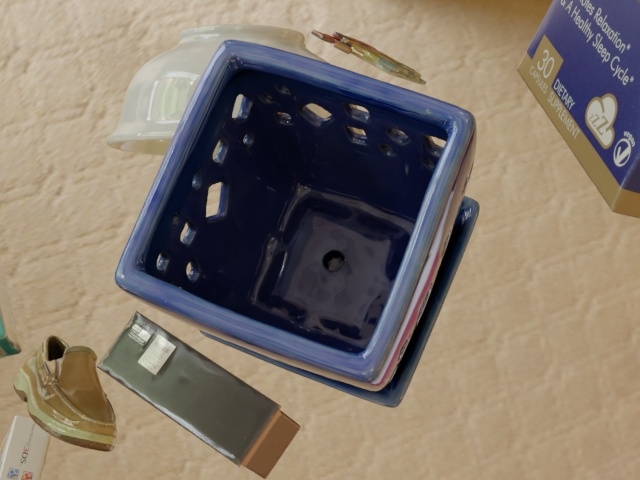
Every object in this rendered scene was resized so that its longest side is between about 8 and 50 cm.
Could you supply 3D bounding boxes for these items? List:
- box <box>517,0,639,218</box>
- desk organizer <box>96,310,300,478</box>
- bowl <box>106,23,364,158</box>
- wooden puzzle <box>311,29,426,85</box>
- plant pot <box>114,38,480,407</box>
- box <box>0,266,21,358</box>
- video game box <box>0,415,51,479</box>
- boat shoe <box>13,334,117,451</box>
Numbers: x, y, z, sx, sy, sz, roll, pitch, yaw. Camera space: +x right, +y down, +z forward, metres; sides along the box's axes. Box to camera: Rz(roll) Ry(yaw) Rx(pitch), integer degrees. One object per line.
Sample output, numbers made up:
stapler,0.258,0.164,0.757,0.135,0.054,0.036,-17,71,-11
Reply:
box,0.177,-0.138,0.612,0.036,0.136,0.225,13,122,-24
desk organizer,-0.080,0.104,0.864,0.130,0.050,0.047,30,80,27
bowl,-0.089,-0.165,1.453,0.298,0.298,0.134,1,90,-23
wooden puzzle,0.032,-0.106,0.747,0.083,0.049,0.006,2,117,-62
plant pot,0.000,0.000,1.098,0.236,0.212,0.236,19,76,19
box,-0.321,-0.018,1.114,0.060,0.100,0.244,-15,79,-9
video game box,-0.336,0.297,1.373,0.048,0.205,0.187,18,65,-13
boat shoe,-0.224,0.128,1.153,0.068,0.190,0.072,24,90,-34
